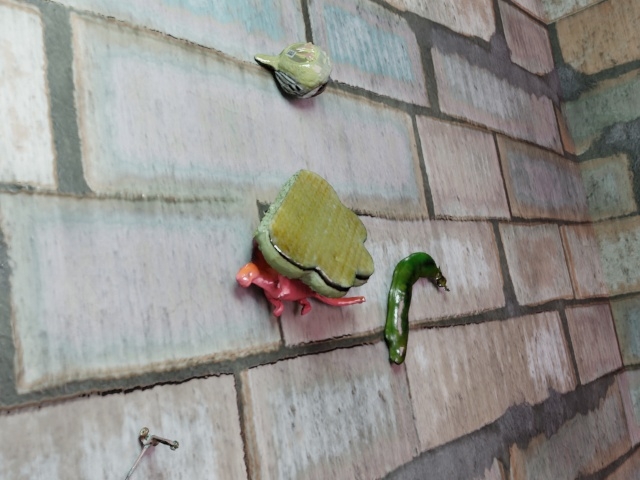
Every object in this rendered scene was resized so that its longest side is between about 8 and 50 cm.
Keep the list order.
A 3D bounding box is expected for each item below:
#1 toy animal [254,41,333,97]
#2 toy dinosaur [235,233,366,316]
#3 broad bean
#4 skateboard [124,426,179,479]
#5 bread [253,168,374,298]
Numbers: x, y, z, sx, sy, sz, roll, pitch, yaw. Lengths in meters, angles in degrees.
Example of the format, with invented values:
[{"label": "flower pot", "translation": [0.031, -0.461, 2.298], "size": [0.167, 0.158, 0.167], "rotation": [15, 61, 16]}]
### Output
[{"label": "toy animal", "translation": [-0.047, -0.299, 1.225], "size": [0.098, 0.137, 0.098], "rotation": [179, -90, -90]}, {"label": "toy dinosaur", "translation": [-0.040, 0.048, 1.131], "size": [0.286, 0.070, 0.139], "rotation": [6, 51, -51]}, {"label": "broad bean", "translation": [0.184, 0.112, 1.373], "size": [0.292, 0.049, 0.144], "rotation": [-47, 115, -48]}, {"label": "skateboard", "translation": [-0.212, 0.273, 0.830], "size": [0.032, 0.063, 0.083], "rotation": [55, 53, -35]}, {"label": "bread", "translation": [0.000, 0.000, 1.117], "size": [0.207, 0.056, 0.286], "rotation": [44, 30, -7]}]
